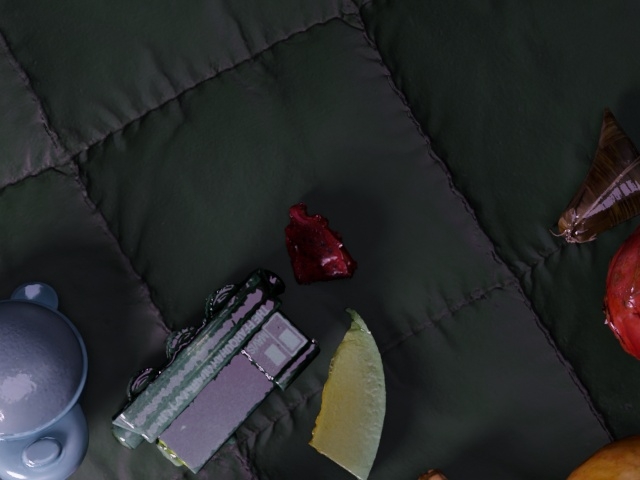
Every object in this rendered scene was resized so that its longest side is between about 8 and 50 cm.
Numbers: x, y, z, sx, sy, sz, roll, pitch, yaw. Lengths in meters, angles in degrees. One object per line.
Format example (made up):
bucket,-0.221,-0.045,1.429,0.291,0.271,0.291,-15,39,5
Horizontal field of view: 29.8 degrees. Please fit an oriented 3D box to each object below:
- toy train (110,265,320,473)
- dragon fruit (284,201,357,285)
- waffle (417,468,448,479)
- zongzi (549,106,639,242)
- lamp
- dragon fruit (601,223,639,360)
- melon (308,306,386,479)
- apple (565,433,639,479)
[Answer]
toy train,-0.148,0.193,1.732,0.178,0.138,0.330,44,78,-5
dragon fruit,0.001,0.000,1.819,0.097,0.063,0.131,-14,84,-11
waffle,0.176,0.522,1.754,0.224,0.098,0.327,-33,86,-14
zongzi,0.426,-0.100,1.903,0.187,0.084,0.184,-26,72,-8
lamp,-0.421,0.207,1.676,0.209,0.147,0.284,-19,86,-14
dragon fruit,0.574,0.080,1.799,0.296,0.301,0.295,-1,103,-6
melon,0.045,0.231,1.811,0.114,0.053,0.261,2,77,9
apple,0.466,0.432,1.734,0.299,0.275,0.299,6,69,-16
